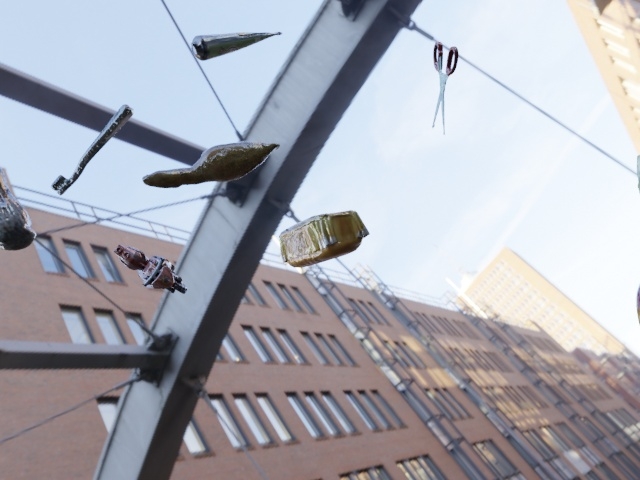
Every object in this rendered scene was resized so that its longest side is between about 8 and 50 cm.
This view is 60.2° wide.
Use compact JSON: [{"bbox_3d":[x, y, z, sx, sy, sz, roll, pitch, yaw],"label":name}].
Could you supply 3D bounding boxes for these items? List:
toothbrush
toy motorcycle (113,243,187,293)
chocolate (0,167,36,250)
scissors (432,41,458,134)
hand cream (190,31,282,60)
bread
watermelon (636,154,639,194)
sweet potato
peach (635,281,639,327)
[{"bbox_3d":[-0.430,-0.165,1.032,0.030,0.030,0.297,40,-50,-24],"label":"toothbrush"},{"bbox_3d":[-0.439,0.071,1.420,0.084,0.212,0.118,-58,-10,-8],"label":"toy motorcycle"},{"bbox_3d":[-0.745,-0.084,1.260,0.110,0.248,0.110,-32,-6,-4],"label":"chocolate"},{"bbox_3d":[0.349,-0.432,1.581,0.017,0.144,0.247,-6,-63,-11],"label":"scissors"},{"bbox_3d":[-0.201,-0.462,1.290,0.235,0.086,0.055,-27,-63,-39],"label":"hand cream"},{"bbox_3d":[0.000,0.000,1.346,0.136,0.107,0.241,-12,-4,-31],"label":"bread"},{"bbox_3d":[0.633,-0.029,0.912,0.232,0.310,0.193,-31,-10,-30],"label":"watermelon"},{"bbox_3d":[-0.211,-0.145,1.082,0.269,0.075,0.074,-18,-40,-14],"label":"sweet potato"},{"bbox_3d":[0.422,0.142,0.550,0.154,0.267,0.159,-15,-1,37],"label":"peach"}]
